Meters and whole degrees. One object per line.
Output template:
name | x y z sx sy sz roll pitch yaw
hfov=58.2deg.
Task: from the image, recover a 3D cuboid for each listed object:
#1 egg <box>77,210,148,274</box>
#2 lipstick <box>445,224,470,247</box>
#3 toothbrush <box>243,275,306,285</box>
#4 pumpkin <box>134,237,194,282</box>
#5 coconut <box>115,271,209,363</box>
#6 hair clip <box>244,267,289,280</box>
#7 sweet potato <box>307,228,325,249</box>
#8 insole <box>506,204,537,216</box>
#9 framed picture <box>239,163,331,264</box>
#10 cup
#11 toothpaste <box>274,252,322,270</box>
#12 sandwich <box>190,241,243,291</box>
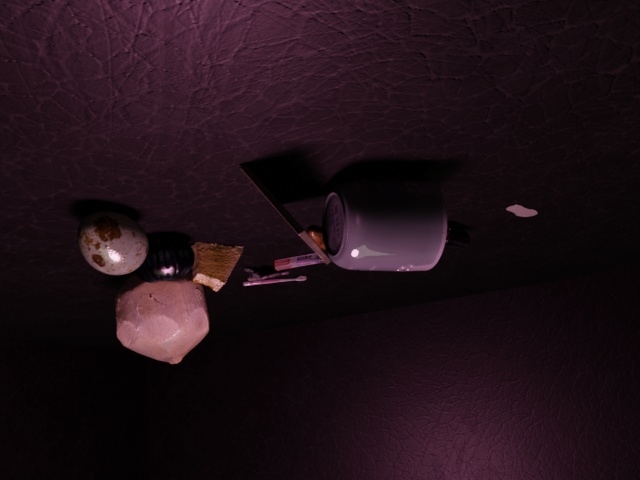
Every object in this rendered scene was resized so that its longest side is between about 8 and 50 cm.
egg | -0.566 0.003 1.562 0.169 0.169 0.231 -10 155 7
lipstick | 0.399 -0.033 2.022 0.077 0.077 0.419 -21 157 39
toothbrush | -0.203 0.180 2.577 0.287 0.020 0.025 -5 155 -10
pumpkin | -0.503 0.061 1.841 0.202 0.140 0.202 -13 178 0
coconut | -0.597 0.291 2.184 0.347 0.359 0.346 -9 163 -3
hair clip | -0.239 0.143 2.380 0.146 0.056 0.187 -12 167 39
sweet potato | -0.003 0.001 2.000 0.065 0.051 0.218 -14 162 15
insole | 0.714 -0.104 2.041 0.065 0.004 0.197 -21 159 39
framed picture | -0.082 -0.059 1.495 0.020 0.240 0.324 -42 159 0
cup | 0.143 -0.057 1.606 0.275 0.259 0.357 0 -167 -20
toothpaste | -0.083 0.083 2.266 0.197 0.040 0.047 -10 161 11
sandwich | -0.347 0.092 1.968 0.193 0.162 0.058 5 156 -40
